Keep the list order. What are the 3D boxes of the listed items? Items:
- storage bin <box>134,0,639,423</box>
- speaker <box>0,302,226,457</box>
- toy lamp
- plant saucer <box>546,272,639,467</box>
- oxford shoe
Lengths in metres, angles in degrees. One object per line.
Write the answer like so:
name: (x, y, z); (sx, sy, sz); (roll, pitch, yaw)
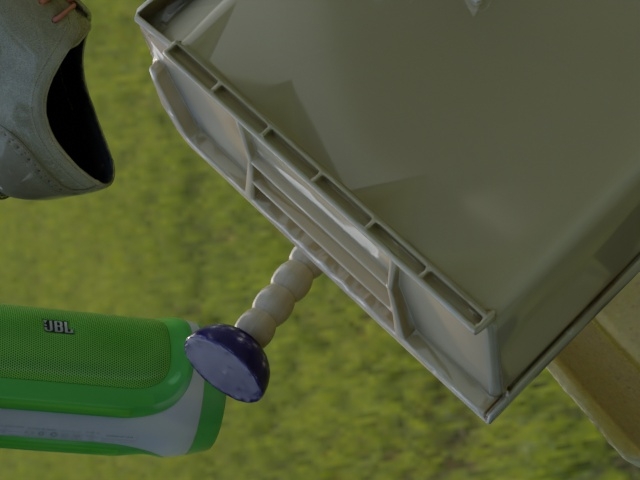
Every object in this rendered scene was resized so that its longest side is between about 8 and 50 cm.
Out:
storage bin: (0.083, -0.097, 0.906); (0.260, 0.262, 0.123); (42, 168, 21)
speaker: (-0.236, 0.117, 1.483); (0.131, 0.297, 0.131); (-173, 90, -72)
toy lamp: (0.000, 0.000, 1.323); (0.080, 0.274, 0.080); (28, 148, 19)
plant saucer: (0.256, -0.047, 1.183); (0.333, 0.333, 0.081); (52, -177, 37)
oxford shoe: (-0.249, -0.206, 1.342); (0.140, 0.147, 0.397); (-66, -28, -48)
